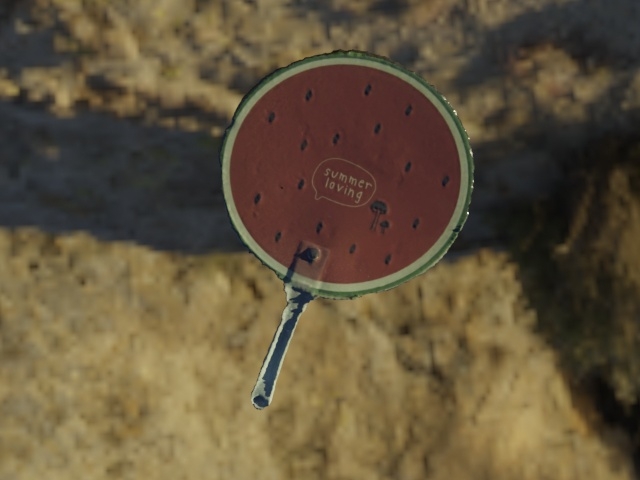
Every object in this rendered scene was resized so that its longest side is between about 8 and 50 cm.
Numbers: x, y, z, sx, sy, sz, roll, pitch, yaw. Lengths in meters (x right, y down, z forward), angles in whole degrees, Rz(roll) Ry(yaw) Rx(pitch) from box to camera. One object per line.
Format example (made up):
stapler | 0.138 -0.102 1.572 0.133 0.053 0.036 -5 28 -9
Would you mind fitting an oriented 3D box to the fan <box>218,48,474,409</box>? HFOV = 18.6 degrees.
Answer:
fan | 0.000 0.000 0.652 0.085 0.133 0.005 20 -160 -4
